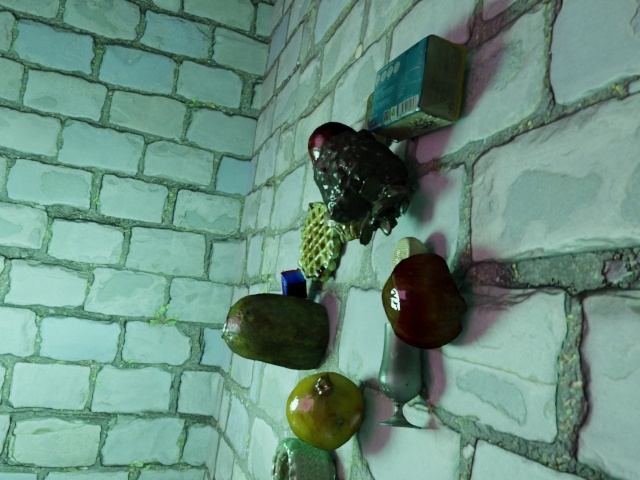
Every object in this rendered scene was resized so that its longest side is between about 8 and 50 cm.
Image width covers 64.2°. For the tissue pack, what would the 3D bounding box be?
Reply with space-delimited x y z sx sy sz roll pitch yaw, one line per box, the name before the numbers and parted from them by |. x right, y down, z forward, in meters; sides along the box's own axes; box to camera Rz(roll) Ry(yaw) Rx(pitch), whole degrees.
tissue pack | 0.241 -0.370 1.291 0.271 0.134 0.192 -177 98 -69

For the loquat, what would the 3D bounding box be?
loquat | 0.012 0.446 1.376 0.213 0.214 0.245 -106 11 -50

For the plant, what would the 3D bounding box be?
plant | 0.129 -0.136 1.365 0.312 0.213 0.215 53 139 34

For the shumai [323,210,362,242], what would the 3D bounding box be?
shumai | 0.086 -0.052 1.606 0.116 0.146 0.145 67 168 -19

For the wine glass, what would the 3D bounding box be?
wine glass | 0.184 0.306 1.167 0.103 0.103 0.230 146 134 -63

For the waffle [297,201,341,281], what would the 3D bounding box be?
waffle | 0.000 0.000 1.847 0.317 0.073 0.296 -160 81 -67

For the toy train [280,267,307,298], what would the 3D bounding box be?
toy train | -0.101 0.210 1.911 0.131 0.083 0.203 -128 31 -59

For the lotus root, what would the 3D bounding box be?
lotus root | -0.159 0.306 1.755 0.250 0.347 0.250 -169 90 -78

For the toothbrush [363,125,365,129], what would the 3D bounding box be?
toothbrush | 0.122 -0.312 1.748 0.013 0.019 0.193 -108 36 -53

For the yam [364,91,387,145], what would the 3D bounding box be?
yam | 0.173 -0.363 1.553 0.078 0.078 0.179 163 116 -67

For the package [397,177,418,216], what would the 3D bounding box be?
package | 0.232 -0.114 1.361 0.037 0.015 0.110 -104 29 -46

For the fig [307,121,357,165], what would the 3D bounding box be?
fig | 0.053 -0.306 1.702 0.186 0.203 0.249 -33 21 13

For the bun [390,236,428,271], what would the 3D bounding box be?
bun | 0.221 0.049 1.237 0.115 0.069 0.115 -168 90 -69

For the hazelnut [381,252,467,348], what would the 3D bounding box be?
hazelnut | 0.218 0.135 1.099 0.170 0.161 0.201 18 124 65

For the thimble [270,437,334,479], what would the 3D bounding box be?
thimble | -0.055 0.711 1.539 0.219 0.150 0.218 -169 90 -70
